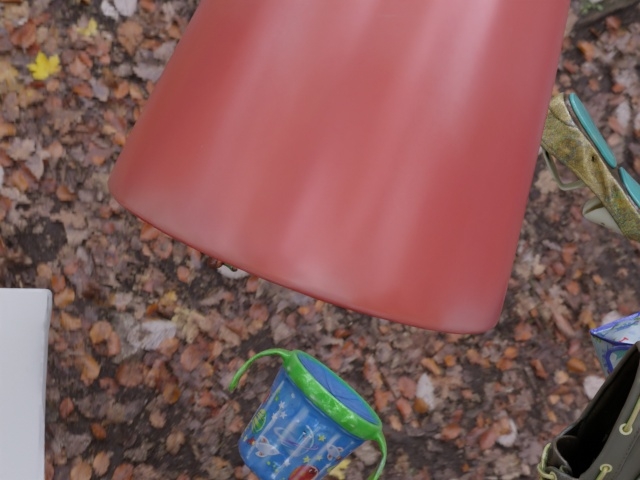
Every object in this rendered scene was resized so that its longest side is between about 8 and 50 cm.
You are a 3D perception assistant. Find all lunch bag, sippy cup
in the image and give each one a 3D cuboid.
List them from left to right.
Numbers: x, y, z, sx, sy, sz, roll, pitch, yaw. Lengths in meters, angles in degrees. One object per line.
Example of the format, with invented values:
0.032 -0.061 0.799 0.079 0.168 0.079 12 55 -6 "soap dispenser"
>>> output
-0.036 0.372 1.648 0.224 0.240 0.305 -49 48 2 "sippy cup"
0.395 0.166 0.993 0.096 0.151 0.129 -21 97 -3 "lunch bag"

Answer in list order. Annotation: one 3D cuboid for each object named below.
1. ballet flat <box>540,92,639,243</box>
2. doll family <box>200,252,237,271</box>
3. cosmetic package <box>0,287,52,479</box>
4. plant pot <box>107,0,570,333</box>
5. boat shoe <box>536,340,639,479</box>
0.480 -0.099 1.449 0.348 0.123 0.123 48 62 -13 "ballet flat"
-0.148 0.000 1.283 0.111 0.193 0.076 4 96 -20 "doll family"
-0.352 0.185 0.824 0.156 0.385 0.217 2 76 -19 "cosmetic package"
0.031 -0.103 0.547 0.275 0.275 0.243 19 97 -10 "plant pot"
0.275 0.221 0.841 0.091 0.305 0.109 28 31 0 "boat shoe"
